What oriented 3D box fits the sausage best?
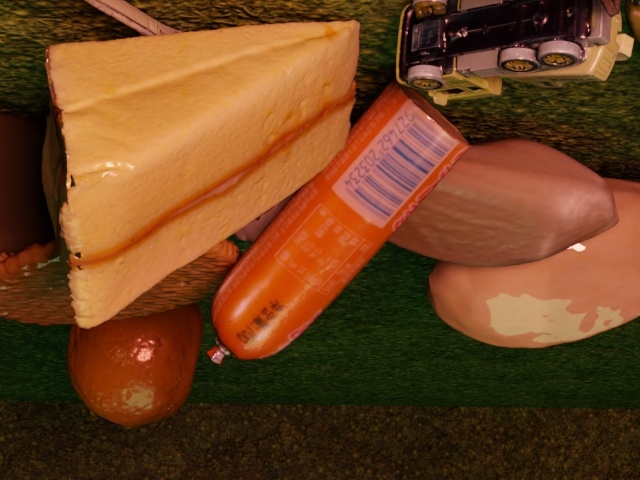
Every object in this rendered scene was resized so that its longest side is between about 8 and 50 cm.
[{"bbox_3d":[0.000,0.000,1.221,0.312,0.093,0.093,-49,146,15],"label":"sausage"}]

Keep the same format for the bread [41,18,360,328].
[{"bbox_3d":[-0.079,-0.057,1.045,0.264,0.163,0.167,-8,140,-12],"label":"bread"}]

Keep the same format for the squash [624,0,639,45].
[{"bbox_3d":[0.324,-0.147,1.058,0.318,0.071,0.080,13,178,-35],"label":"squash"}]

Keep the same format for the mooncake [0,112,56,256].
[{"bbox_3d":[-0.379,-0.022,1.334,0.284,0.155,0.284,-2,167,0],"label":"mooncake"}]

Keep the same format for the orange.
[{"bbox_3d":[-0.259,0.154,1.910,0.193,0.219,0.219,29,165,3],"label":"orange"}]

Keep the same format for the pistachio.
[{"bbox_3d":[0.264,0.024,1.500,0.299,0.187,0.187,-8,165,9],"label":"pistachio"}]

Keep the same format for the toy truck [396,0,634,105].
[{"bbox_3d":[0.147,-0.146,1.010,0.169,0.077,0.100,-6,163,39],"label":"toy truck"}]

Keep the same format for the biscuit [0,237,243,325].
[{"bbox_3d":[-0.197,0.032,1.270,0.254,0.035,0.254,-10,164,-3],"label":"biscuit"}]

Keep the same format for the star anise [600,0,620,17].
[{"bbox_3d":[0.171,-0.202,0.844,0.181,0.061,0.204,25,148,-34],"label":"star anise"}]

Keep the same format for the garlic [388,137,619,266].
[{"bbox_3d":[0.141,-0.046,1.344,0.318,0.112,0.143,5,146,-28],"label":"garlic"}]

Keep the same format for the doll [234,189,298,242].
[{"bbox_3d":[-0.110,-0.072,1.231,0.293,0.119,0.138,18,111,-48],"label":"doll"}]

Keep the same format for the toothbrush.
[{"bbox_3d":[-0.123,-0.162,1.058,0.028,0.026,0.294,-31,153,26],"label":"toothbrush"}]
